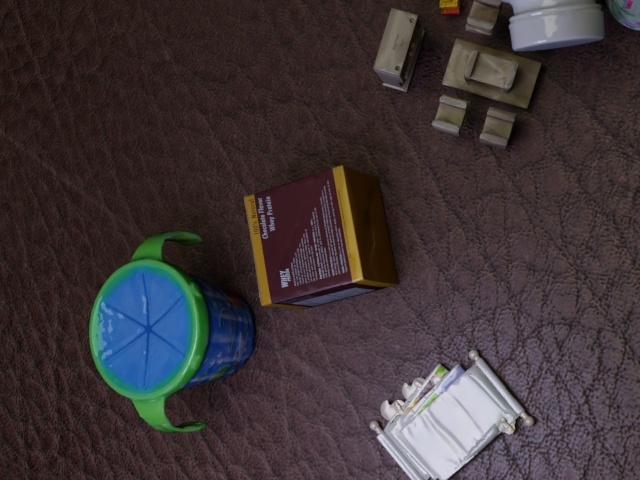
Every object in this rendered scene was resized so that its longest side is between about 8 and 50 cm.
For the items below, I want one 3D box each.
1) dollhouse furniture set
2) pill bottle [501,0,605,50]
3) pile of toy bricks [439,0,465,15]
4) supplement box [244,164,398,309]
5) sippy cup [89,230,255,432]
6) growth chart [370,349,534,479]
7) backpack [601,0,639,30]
[{"bbox_3d":[0.221,-0.275,1.634,0.242,0.161,0.212,18,93,9],"label":"dollhouse furniture set"},{"bbox_3d":[0.318,-0.434,1.445,0.176,0.176,0.318,-4,96,30],"label":"pill bottle"},{"bbox_3d":[0.229,-0.477,1.645,0.118,0.105,0.212,2,85,30],"label":"pile of toy bricks"},{"bbox_3d":[0.000,0.000,1.706,0.194,0.129,0.191,-17,76,27],"label":"supplement box"},{"bbox_3d":[-0.236,0.156,1.770,0.240,0.224,0.305,34,101,30],"label":"sippy cup"},{"bbox_3d":[0.197,0.282,1.620,0.237,0.021,0.172,-41,65,20],"label":"growth chart"},{"bbox_3d":[0.478,-0.392,1.472,0.152,0.115,0.182,28,107,5],"label":"backpack"}]
